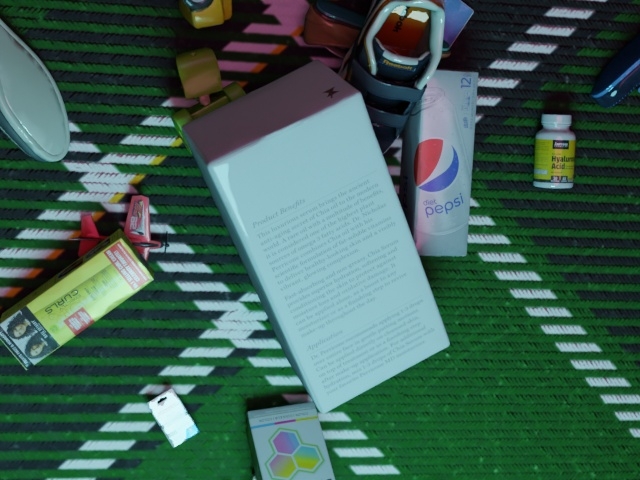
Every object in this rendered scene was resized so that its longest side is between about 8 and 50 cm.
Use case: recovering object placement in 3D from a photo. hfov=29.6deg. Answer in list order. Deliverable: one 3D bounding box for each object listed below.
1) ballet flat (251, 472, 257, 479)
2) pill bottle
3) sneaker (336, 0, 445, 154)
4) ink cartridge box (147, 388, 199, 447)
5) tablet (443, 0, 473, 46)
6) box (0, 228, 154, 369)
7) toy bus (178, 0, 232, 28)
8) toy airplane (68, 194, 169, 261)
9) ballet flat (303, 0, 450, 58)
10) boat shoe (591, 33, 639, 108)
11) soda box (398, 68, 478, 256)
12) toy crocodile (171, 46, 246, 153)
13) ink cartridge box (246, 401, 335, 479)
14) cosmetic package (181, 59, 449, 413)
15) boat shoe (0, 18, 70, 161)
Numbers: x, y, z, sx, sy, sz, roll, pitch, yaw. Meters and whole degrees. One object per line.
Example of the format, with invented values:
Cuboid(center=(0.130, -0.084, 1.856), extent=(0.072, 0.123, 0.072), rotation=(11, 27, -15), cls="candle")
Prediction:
Cuboid(center=(-0.104, 0.409, 1.894), extent=(0.248, 0.086, 0.086), rotation=(-35, 103, -6), cls="ballet flat")
Cuboid(center=(0.374, -0.143, 1.935), extent=(0.065, 0.065, 0.116), rotation=(-1, 97, -13), cls="pill bottle")
Cuboid(center=(0.093, -0.241, 1.773), extent=(0.126, 0.127, 0.321), rotation=(9, 121, -10), cls="sneaker")
Cuboid(center=(-0.229, 0.270, 1.869), extent=(0.048, 0.028, 0.083), rotation=(-31, 103, -8), cls="ink cartridge box")
Cuboid(center=(0.197, -0.341, 1.899), extent=(0.054, 0.006, 0.083), rotation=(34, 88, -14), cls="tablet")
Cuboid(center=(-0.362, 0.087, 1.784), extent=(0.232, 0.058, 0.087), rotation=(-35, 108, 0), cls="box")
Cuboid(center=(-0.165, -0.478, 1.714), extent=(0.130, 0.108, 0.333), rotation=(-15, 114, -14), cls="toy bus")
Cuboid(center=(-0.302, 0.003, 1.819), extent=(0.151, 0.028, 0.151), rotation=(-3, 104, -11), cls="toy airplane")
Cuboid(center=(0.083, -0.302, 1.855), extent=(0.232, 0.080, 0.073), rotation=(16, 121, -12), cls="ballet flat")
Cuboid(center=(0.549, -0.293, 1.935), extent=(0.258, 0.109, 0.089), rotation=(-42, 107, -3), cls="boat shoe")
Cuboid(center=(0.179, -0.122, 1.877), extent=(0.091, 0.098, 0.286), rotation=(2, 97, -13), cls="soda box")
Cuboid(center=(-0.129, -0.126, 1.813), extent=(0.115, 0.105, 0.341), rotation=(-30, 107, -8), cls="toy crocodile")
Cuboid(center=(-0.040, 0.354, 1.842), extent=(0.108, 0.062, 0.209), rotation=(-7, 54, -12), cls="ink cartridge box")
Cuboid(center=(0.000, 0.000, 1.751), extent=(0.230, 0.161, 0.453), rotation=(-27, 122, -8), cls="cosmetic package")
Cuboid(center=(-0.478, -0.241, 1.730), extent=(0.099, 0.116, 0.319), rotation=(-20, 114, 34), cls="boat shoe")
